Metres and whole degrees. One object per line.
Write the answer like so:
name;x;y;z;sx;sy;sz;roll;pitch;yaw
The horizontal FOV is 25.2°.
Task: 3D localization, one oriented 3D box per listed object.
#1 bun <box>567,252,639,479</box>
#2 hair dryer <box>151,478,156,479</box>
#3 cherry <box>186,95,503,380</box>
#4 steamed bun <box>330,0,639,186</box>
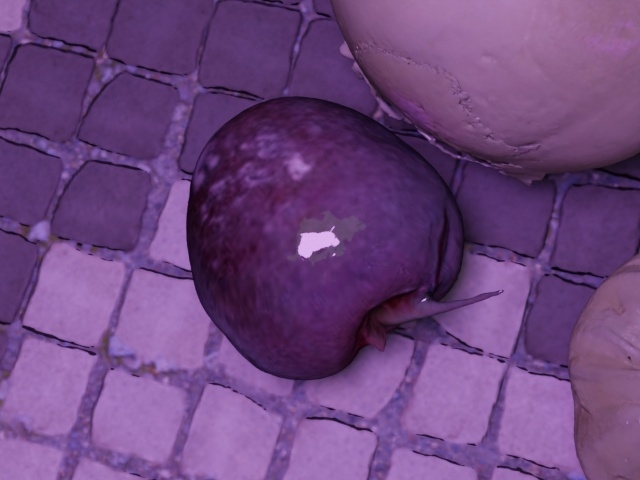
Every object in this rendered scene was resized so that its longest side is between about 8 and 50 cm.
bun;0.308;0.119;1.084;0.259;0.160;0.259;-1;79;5
hair dryer;-0.074;0.297;1.127;0.128;0.070;0.255;-23;72;-1
cherry;0.000;0.000;1.126;0.213;0.183;0.266;-32;61;-11
steamed bun;0.137;-0.181;1.076;0.334;0.312;0.233;31;92;-5
